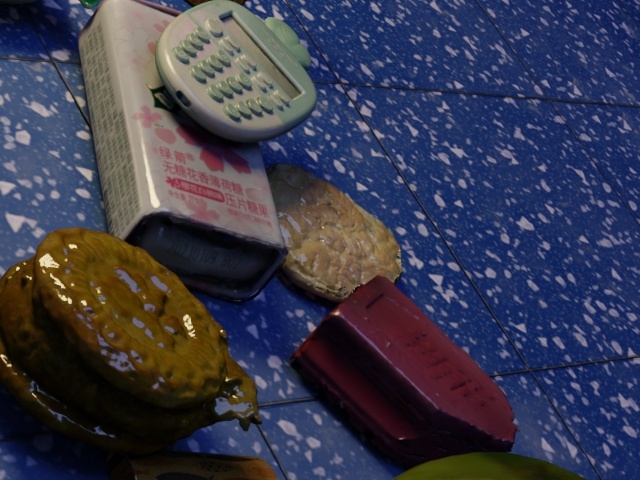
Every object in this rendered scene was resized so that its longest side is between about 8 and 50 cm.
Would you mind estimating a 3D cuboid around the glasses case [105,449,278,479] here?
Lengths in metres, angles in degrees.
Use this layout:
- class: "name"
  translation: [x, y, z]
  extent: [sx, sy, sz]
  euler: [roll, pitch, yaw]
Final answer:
- class: "glasses case"
  translation: [-0.118, 0.230, 1.546]
  extent: [0.170, 0.041, 0.064]
  euler: [10, 42, -38]

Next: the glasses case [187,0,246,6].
- class: "glasses case"
  translation: [-0.093, -0.386, 2.139]
  extent: [0.075, 0.218, 0.049]
  euler: [35, 32, -10]

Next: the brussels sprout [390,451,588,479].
- class: "brussels sprout"
  translation: [0.167, 0.352, 1.493]
  extent: [0.344, 0.268, 0.344]
  euler: [7, 43, -7]

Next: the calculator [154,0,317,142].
- class: "calculator"
  translation: [-0.092, -0.198, 1.888]
  extent: [0.184, 0.042, 0.295]
  euler: [48, 30, 2]

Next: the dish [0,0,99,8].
- class: "dish"
  translation: [-0.377, -0.333, 1.913]
  extent: [0.246, 0.078, 0.224]
  euler: [33, 34, -11]

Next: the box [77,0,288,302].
- class: "box"
  translation: [-0.161, -0.107, 1.839]
  extent: [0.190, 0.112, 0.369]
  euler: [15, 40, -33]

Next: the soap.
- class: "soap"
  translation: [0.103, 0.166, 1.804]
  extent: [0.250, 0.099, 0.162]
  euler: [44, 25, 4]

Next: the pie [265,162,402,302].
- class: "pie"
  translation: [0.002, -0.002, 1.935]
  extent: [0.218, 0.052, 0.185]
  euler: [34, 31, -14]

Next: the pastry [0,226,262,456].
- class: "pastry"
  translation: [-0.200, 0.099, 1.531]
  extent: [0.235, 0.132, 0.240]
  euler: [23, 30, -44]
